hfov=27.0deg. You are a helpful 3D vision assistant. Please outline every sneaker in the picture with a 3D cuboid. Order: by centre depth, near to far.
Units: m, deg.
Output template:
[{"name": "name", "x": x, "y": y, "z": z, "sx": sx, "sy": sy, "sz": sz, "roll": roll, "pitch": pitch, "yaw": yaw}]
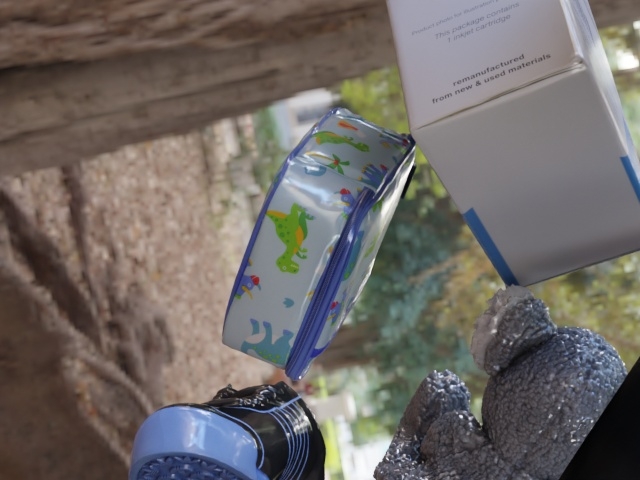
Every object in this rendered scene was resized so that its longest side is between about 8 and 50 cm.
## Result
[{"name": "sneaker", "x": -0.050, "y": 0.119, "z": 0.782, "sx": 0.232, "sy": 0.081, "sz": 0.090, "roll": 62, "pitch": 27, "yaw": -64}]

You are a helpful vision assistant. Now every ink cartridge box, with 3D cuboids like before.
[{"name": "ink cartridge box", "x": 0.140, "y": -0.155, "z": 1.016, "sx": 0.223, "sy": 0.129, "sz": 0.307, "roll": 50, "pitch": 25, "yaw": -48}]

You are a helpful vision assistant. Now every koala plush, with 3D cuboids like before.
[{"name": "koala plush", "x": 0.161, "y": 0.157, "z": 1.027, "sx": 0.221, "sy": 0.196, "sz": 0.203, "roll": -56, "pitch": 169, "yaw": 27}]

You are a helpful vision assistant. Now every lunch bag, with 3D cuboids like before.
[{"name": "lunch bag", "x": 0.000, "y": 0.000, "z": 1.066, "sx": 0.219, "sy": 0.090, "sz": 0.176, "roll": -55, "pitch": 169, "yaw": -65}]

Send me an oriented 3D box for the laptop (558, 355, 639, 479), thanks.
[{"name": "laptop", "x": 0.310, "y": 0.153, "z": 0.831, "sx": 0.234, "sy": 0.264, "sz": 0.136, "roll": -48, "pitch": 166, "yaw": -32}]
